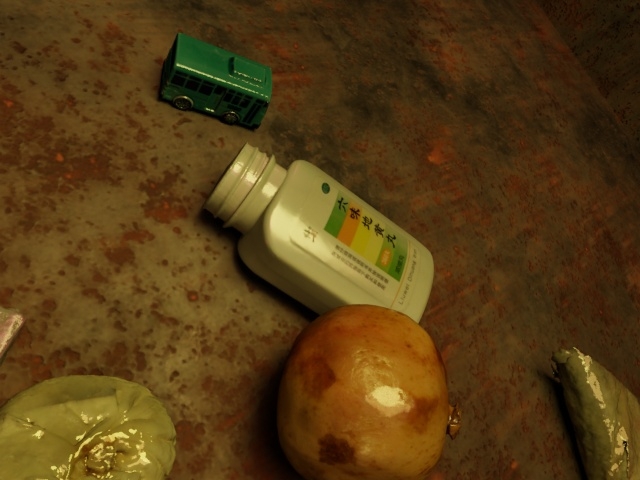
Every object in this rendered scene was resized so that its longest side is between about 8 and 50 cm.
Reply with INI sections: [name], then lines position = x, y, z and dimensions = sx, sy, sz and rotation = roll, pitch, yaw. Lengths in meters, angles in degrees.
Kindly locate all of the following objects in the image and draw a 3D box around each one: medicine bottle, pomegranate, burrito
[medicine bottle]
position = 0.000, 0.000, 0.721
dimensions = 0.324, 0.124, 0.179
rotation = 34, 49, -12
[pomegranate]
position = 0.057, 0.183, 0.587
dimensions = 0.215, 0.215, 0.215
rotation = 17, 56, -26
[burrito]
position = 0.500, 0.350, 0.874
dimensions = 0.175, 0.107, 0.347
rotation = 8, 61, -49

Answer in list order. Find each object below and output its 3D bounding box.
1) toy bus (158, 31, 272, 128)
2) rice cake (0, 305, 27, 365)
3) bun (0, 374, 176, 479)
[toy bus]
position = -0.150, -0.237, 0.774
dimensions = 0.160, 0.092, 0.079
rotation = 13, 59, -28
[rice cake]
position = -0.333, 0.151, 0.459
dimensions = 0.047, 0.036, 0.206
rotation = 22, 53, -10
[bun]
position = -0.221, 0.201, 0.457
dimensions = 0.188, 0.111, 0.164
rotation = 7, 58, -28
